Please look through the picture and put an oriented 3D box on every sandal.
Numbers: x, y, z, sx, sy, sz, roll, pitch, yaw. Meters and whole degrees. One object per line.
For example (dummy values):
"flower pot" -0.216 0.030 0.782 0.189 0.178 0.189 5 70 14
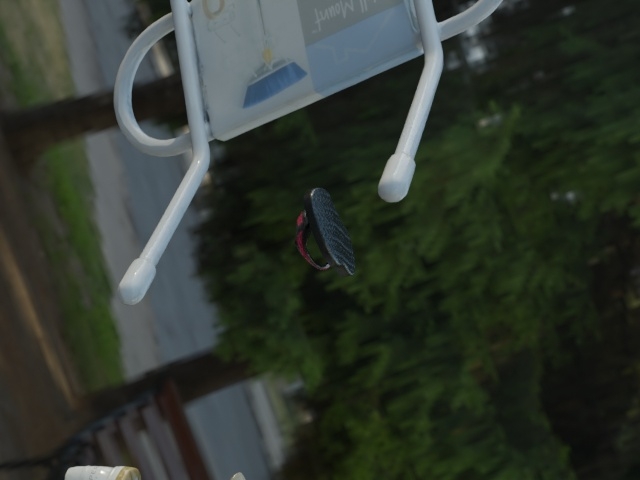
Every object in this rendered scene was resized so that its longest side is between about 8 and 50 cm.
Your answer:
"sandal" 0.000 0.000 1.518 0.179 0.040 0.067 57 27 -73

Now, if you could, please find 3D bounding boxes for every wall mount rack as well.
"wall mount rack" -0.033 -0.119 1.091 0.130 0.350 0.304 21 54 -54

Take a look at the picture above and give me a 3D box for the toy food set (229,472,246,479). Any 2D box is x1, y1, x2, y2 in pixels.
"toy food set" -0.137 0.346 1.670 0.128 0.218 0.071 54 -47 9

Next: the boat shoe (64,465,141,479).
"boat shoe" -0.266 0.384 1.904 0.098 0.096 0.277 -55 151 -67
